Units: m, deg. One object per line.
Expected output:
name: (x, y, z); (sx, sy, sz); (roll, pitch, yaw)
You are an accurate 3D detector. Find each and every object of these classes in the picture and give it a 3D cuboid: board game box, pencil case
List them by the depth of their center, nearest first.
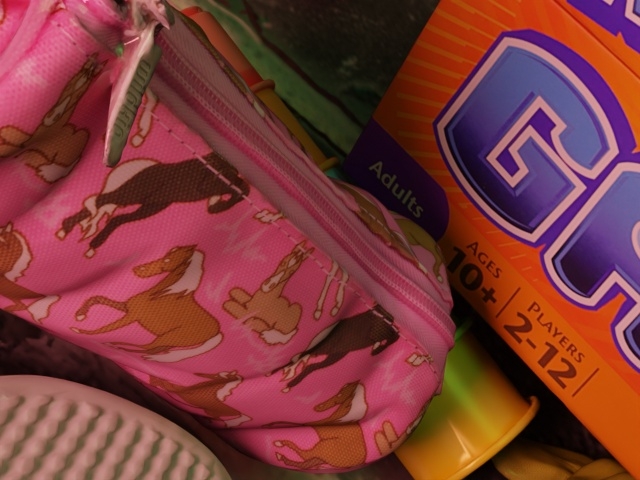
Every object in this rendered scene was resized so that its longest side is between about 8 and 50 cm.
pencil case: (-0.070, -0.015, 0.556); (0.167, 0.160, 0.386); (48, 2, 34)
board game box: (0.307, -0.084, 0.712); (0.356, 0.356, 0.356); (48, 44, 16)

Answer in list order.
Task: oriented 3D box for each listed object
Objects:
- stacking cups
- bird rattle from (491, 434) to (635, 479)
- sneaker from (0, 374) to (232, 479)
stacking cups: (0.000, 0.000, 0.770); (0.316, 0.096, 0.096); (53, 46, 0)
bird rattle: (0.192, 0.224, 0.803); (0.253, 0.143, 0.207); (50, 57, -21)
sneaker: (-0.183, 0.123, 0.545); (0.321, 0.127, 0.126); (16, 59, -41)
